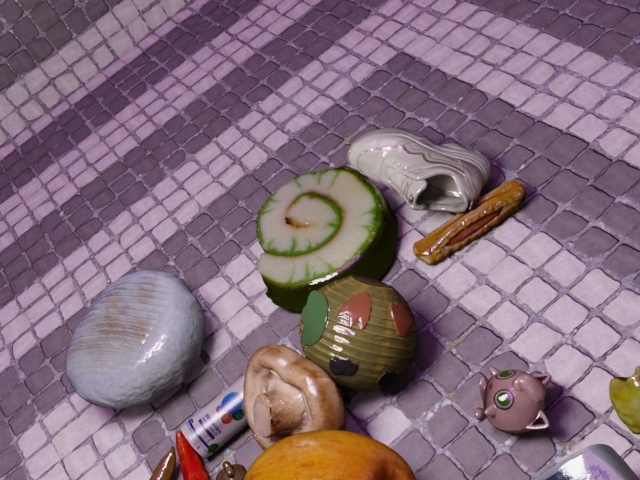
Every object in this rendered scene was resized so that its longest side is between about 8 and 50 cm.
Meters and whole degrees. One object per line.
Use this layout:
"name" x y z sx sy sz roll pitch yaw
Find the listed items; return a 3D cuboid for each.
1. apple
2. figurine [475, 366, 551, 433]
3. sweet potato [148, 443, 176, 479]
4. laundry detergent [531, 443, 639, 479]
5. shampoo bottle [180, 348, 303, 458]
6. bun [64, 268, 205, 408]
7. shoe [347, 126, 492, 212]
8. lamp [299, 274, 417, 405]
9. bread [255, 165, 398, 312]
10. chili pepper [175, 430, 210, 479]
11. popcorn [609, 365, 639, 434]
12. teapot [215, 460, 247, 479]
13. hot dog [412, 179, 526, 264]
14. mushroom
"apple" 0.023 0.470 1.485 0.275 0.299 0.299 -20 44 24
"figurine" 0.359 0.296 1.578 0.138 0.125 0.125 -7 48 27
"sweet potato" -0.372 0.560 1.798 0.067 0.067 0.274 12 66 37
"laundry detergent" 0.451 0.490 1.351 0.215 0.105 0.280 -40 55 22
"shampoo bottle" -0.158 0.345 1.855 0.303 0.092 0.092 -38 43 -6
"bun" -0.429 0.245 2.015 0.362 0.211 0.362 -14 45 14
"shoe" 0.217 -0.153 1.970 0.342 0.132 0.210 13 35 11
"lamp" 0.067 0.214 1.755 0.250 0.250 0.284 25 101 42
"bread" 0.000 0.000 2.053 0.366 0.129 0.382 27 69 40
"chili pepper" -0.264 0.507 1.781 0.063 0.071 0.272 -25 41 2
"popcorn" 0.649 0.228 1.425 0.286 0.174 0.225 -24 1 43
"teapot" -0.157 0.484 1.742 0.110 0.085 0.080 -19 42 -15
"hot dog" 0.341 -0.037 1.937 0.289 0.068 0.083 -35 19 3
"mushroom" -0.057 0.331 1.706 0.146 0.278 0.278 -13 29 -38
